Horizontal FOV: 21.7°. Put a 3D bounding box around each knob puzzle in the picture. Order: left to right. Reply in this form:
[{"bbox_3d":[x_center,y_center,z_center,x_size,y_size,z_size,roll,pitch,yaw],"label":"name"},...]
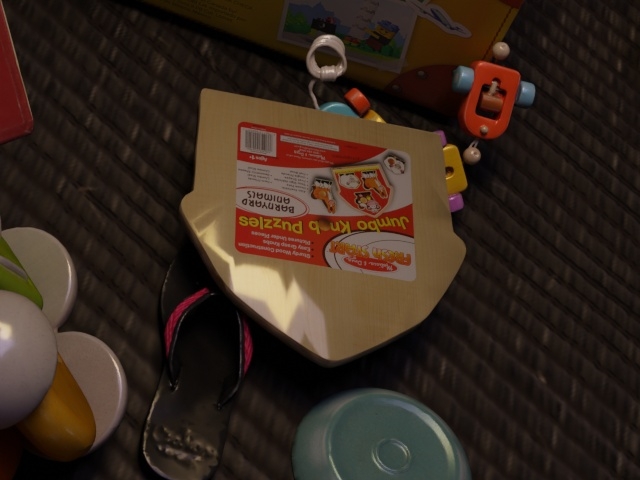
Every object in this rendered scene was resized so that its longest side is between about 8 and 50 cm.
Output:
[{"bbox_3d":[0.000,0.000,1.079,0.213,0.030,0.213,10,54,-15],"label":"knob puzzle"}]

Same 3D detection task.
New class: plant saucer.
[{"bbox_3d":[0.042,0.137,1.031,0.119,0.021,0.119,11,50,-13],"label":"plant saucer"}]

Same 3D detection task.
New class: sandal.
[{"bbox_3d":[-0.070,0.069,1.027,0.067,0.040,0.179,15,50,-10],"label":"sandal"}]

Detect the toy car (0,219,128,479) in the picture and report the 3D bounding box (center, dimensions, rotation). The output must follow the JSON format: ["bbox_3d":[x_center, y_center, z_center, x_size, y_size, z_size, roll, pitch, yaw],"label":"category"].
[{"bbox_3d":[-0.203,0.060,0.934,0.136,0.159,0.182,-31,67,5],"label":"toy car"}]

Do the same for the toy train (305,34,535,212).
[{"bbox_3d":[0.061,-0.086,1.169,0.166,0.046,0.125,9,95,-14],"label":"toy train"}]

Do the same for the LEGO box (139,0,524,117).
[{"bbox_3d":[-0.070,-0.358,1.260,0.500,0.193,0.372,20,49,-6],"label":"LEGO box"}]

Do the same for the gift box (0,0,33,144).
[{"bbox_3d":[-0.314,-0.108,0.804,0.255,0.258,0.276,-16,105,-30],"label":"gift box"}]
